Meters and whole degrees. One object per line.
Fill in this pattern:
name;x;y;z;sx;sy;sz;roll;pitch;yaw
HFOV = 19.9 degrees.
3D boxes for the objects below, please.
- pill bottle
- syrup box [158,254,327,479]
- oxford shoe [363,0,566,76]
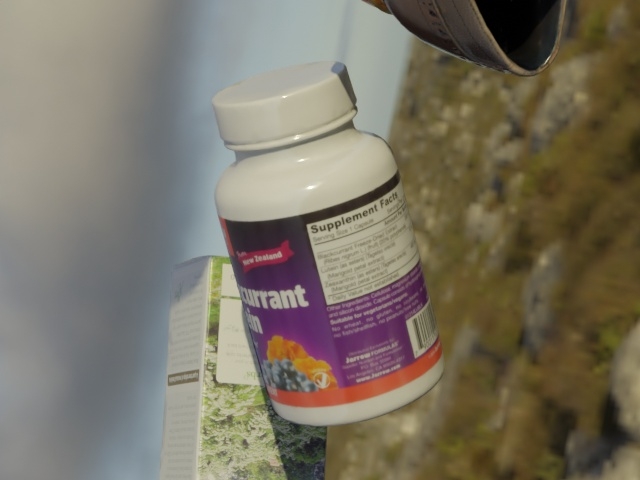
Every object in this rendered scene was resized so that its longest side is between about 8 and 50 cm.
pill bottle;0.000;0.000;1.057;0.108;0.108;0.193;-77;-26;-72
syrup box;-0.053;0.134;1.248;0.096;0.093;0.237;164;110;-68
oxford shoe;0.080;-0.232;0.798;0.130;0.133;0.363;-30;-37;-23
